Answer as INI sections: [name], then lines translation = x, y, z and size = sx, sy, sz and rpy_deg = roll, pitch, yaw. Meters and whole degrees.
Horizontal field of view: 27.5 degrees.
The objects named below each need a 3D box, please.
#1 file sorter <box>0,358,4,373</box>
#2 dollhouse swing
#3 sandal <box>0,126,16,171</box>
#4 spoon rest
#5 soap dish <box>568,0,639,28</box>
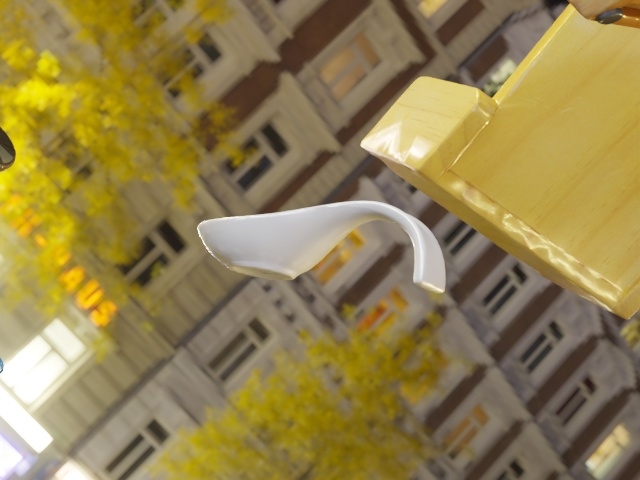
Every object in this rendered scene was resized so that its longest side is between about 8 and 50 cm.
[file sorter]
translation = -0.476, 0.167, 1.536
size = 0.118, 0.170, 0.104
rpy_deg = 52, 18, 3
[dollhouse swing]
translation = 0.302, -0.131, 1.618
size = 0.347, 0.305, 0.315
rpy_deg = 33, 1, -20
[sandal]
translation = -0.450, -0.153, 1.619
size = 0.219, 0.060, 0.090
rpy_deg = 51, 27, 23
[spoon rest]
translation = 0.000, 0.000, 1.345
size = 0.276, 0.084, 0.137
rpy_deg = 6, -10, 30
[soap dish]
translation = 0.351, -0.277, 1.095
size = 0.291, 0.229, 0.118
rpy_deg = -27, -107, 41
